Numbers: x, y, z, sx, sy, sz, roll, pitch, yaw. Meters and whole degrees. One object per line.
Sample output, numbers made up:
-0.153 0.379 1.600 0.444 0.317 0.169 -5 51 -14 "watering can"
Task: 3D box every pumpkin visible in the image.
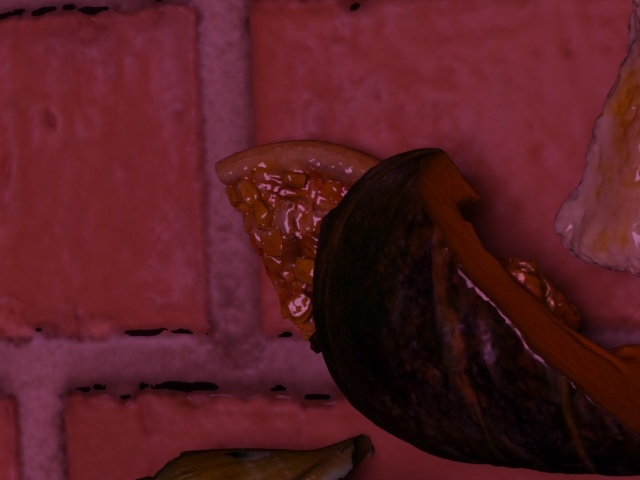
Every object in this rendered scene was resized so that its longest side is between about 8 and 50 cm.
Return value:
0.089 0.089 1.080 0.278 0.111 0.163 42 117 6 "pumpkin"

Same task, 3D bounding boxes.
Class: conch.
-0.067 0.176 1.180 0.201 0.095 0.079 -19 116 24 "conch"

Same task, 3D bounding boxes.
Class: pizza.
0.000 0.000 1.176 0.178 0.041 0.131 30 105 22 "pizza"

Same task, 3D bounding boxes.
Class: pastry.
0.210 -0.092 1.048 0.121 0.089 0.258 13 95 28 "pastry"
